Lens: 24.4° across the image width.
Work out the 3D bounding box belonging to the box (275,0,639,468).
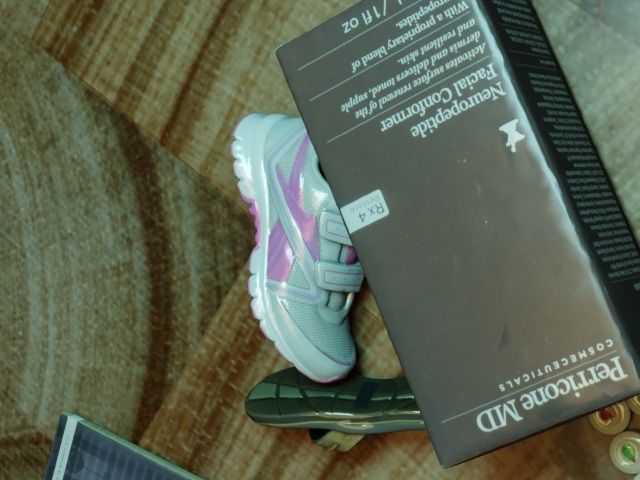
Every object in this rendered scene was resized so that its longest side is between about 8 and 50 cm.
[{"bbox_3d":[0.129,-0.027,1.214,0.191,0.143,0.381,-27,81,27],"label":"box"}]

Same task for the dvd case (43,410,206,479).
[{"bbox_3d":[-0.190,0.288,1.482,0.221,0.018,0.164,22,105,24],"label":"dvd case"}]

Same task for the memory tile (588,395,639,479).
[{"bbox_3d":[0.302,0.152,1.213,0.148,0.012,0.113,-31,80,26],"label":"memory tile"}]

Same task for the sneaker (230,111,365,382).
[{"bbox_3d":[0.000,0.000,1.310,0.111,0.103,0.252,-12,89,30],"label":"sneaker"}]

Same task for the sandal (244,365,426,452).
[{"bbox_3d":[0.031,0.157,1.330,0.219,0.090,0.060,-1,116,21],"label":"sandal"}]
